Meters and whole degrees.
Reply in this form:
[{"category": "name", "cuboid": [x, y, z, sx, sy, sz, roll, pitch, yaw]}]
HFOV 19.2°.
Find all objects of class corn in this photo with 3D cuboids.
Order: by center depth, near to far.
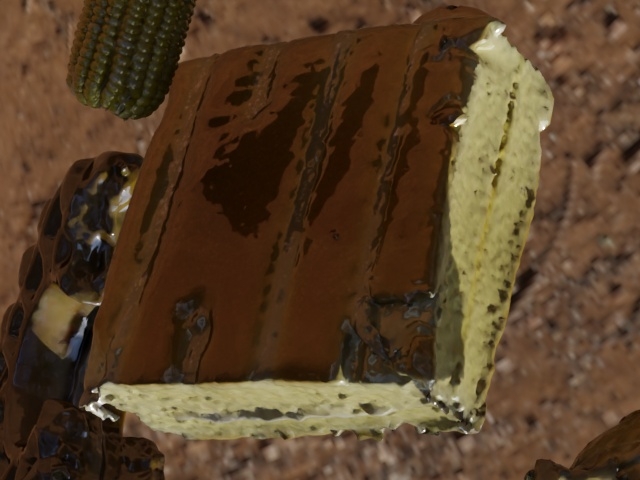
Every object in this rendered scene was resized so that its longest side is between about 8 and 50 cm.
[{"category": "corn", "cuboid": [-0.094, -0.149, 1.056, 0.063, 0.085, 0.165, 21, 94, 11]}]

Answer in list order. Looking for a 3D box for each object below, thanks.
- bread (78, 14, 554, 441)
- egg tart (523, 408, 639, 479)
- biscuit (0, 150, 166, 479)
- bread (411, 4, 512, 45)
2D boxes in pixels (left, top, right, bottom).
[{"category": "bread", "cuboid": [0.000, 0.000, 1.079, 0.239, 0.246, 0.111, -5, 147, 36]}, {"category": "egg tart", "cuboid": [0.210, 0.121, 0.892, 0.232, 0.098, 0.252, -13, 149, 41]}, {"category": "biscuit", "cuboid": [-0.191, 0.121, 1.494, 0.115, 0.366, 0.268, 15, 154, -19]}, {"category": "bread", "cuboid": [0.117, -0.113, 1.583, 0.114, 0.077, 0.189, 13, 123, 23]}]
